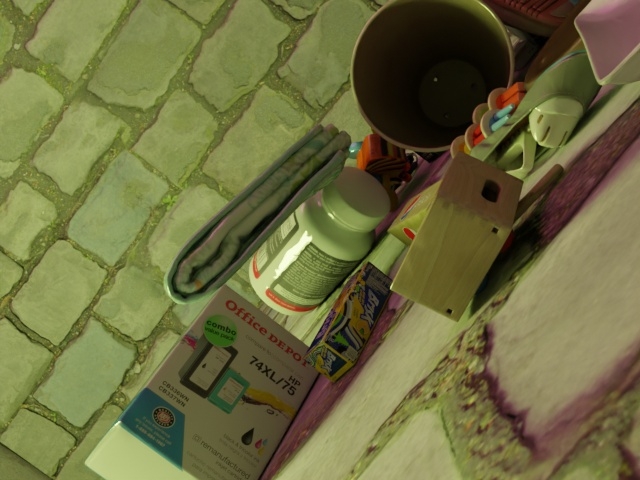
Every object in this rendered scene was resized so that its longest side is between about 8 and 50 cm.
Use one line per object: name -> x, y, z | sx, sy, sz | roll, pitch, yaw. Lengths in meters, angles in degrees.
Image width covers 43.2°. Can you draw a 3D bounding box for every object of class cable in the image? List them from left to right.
cable -> 0.161, -0.121, 1.879 | 0.150, 0.047, 0.184 | -60, 9, -25

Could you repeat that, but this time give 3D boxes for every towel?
towel -> -0.114, -0.030, 1.369 | 0.374, 0.090, 0.320 | -43, 2, -10

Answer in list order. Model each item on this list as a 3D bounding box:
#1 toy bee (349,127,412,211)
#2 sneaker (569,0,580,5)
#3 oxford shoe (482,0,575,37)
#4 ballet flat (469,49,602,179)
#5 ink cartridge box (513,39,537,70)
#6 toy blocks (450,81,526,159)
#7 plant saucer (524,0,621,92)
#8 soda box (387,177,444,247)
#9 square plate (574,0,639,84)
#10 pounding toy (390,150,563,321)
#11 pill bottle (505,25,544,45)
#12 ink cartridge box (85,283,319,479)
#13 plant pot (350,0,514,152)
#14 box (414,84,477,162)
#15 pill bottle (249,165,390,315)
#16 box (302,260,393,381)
toy bee -> 0.129, -0.165, 1.710 | 0.298, 0.162, 0.195 | -152, 60, -71
sneaker -> 0.430, -0.460, 1.090 | 0.315, 0.127, 0.182 | -48, 3, 31
oxford shoe -> 0.272, -0.426, 1.391 | 0.140, 0.397, 0.146 | -33, -37, -24
ballet flat -> 0.234, -0.115, 0.872 | 0.213, 0.072, 0.068 | 132, 147, -54
ink cartridge box -> 0.363, -0.335, 1.466 | 0.048, 0.028, 0.083 | -53, 4, 9
toy blocks -> 0.253, -0.174, 1.135 | 0.123, 0.054, 0.148 | -55, 4, -21
plant saucer -> 0.355, -0.282, 1.040 | 0.278, 0.041, 0.278 | -52, 3, 4
soda box -> 0.149, -0.032, 1.057 | 0.061, 0.058, 0.181 | -53, 3, -13
square plate -> 0.376, -0.293, 0.721 | 0.344, 0.049, 0.347 | -48, 6, 26
pounding toy -> 0.150, -0.014, 0.765 | 0.130, 0.100, 0.141 | -67, -7, 32
pill bottle -> 0.415, -0.482, 1.440 | 0.245, 0.130, 0.130 | -51, 4, 13
ink cartridge box -> -0.163, 0.247, 1.178 | 0.197, 0.198, 0.270 | -48, 7, 48
plant pot -> 0.210, -0.271, 1.384 | 0.256, 0.256, 0.274 | -52, -12, 13
box -> 0.263, -0.264, 1.636 | 0.180, 0.077, 0.147 | -54, 5, -16
pill bottle -> 0.000, 0.000, 1.633 | 0.318, 0.176, 0.176 | -49, 5, 39
box -> 0.041, 0.108, 1.094 | 0.059, 0.054, 0.169 | -48, 5, 44
